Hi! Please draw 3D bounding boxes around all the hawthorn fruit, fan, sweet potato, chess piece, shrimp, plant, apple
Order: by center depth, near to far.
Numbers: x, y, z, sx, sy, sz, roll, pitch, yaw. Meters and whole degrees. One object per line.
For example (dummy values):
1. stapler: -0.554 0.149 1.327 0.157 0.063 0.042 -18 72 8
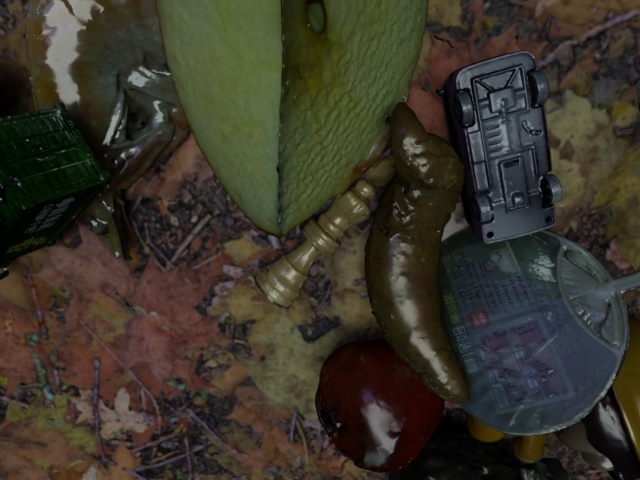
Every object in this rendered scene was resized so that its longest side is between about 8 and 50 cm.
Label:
1. apple: -0.024 -0.190 0.396 0.254 0.179 0.346 1 119 2
2. fan: 0.239 0.091 0.455 0.294 0.012 0.223 6 76 31
3. shrimp: -0.200 -0.124 0.468 0.168 0.077 0.317 -3 118 -19
4. sweet potato: 0.098 0.013 0.480 0.098 0.124 0.310 -8 101 -18
5. chess piece: -0.001 -0.001 0.513 0.060 0.060 0.172 41 99 -10
6. hawthorn fruit: 0.079 0.185 0.530 0.172 0.148 0.148 -13 107 -26
7. plant: 0.195 0.309 0.555 0.203 0.131 0.142 23 106 -4

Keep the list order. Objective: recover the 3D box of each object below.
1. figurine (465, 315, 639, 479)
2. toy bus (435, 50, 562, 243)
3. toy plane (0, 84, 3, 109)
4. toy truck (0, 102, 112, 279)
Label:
1. figurine: 0.290 0.174 0.497 0.257 0.167 0.192 -8 79 5
2. toy bus: 0.180 -0.095 0.466 0.087 0.098 0.178 -15 108 6
3. toy plane: -0.434 -0.086 0.395 0.155 0.106 0.381 47 72 -15
4. toy truck: -0.321 -0.025 0.434 0.259 0.121 0.088 -24 99 42
